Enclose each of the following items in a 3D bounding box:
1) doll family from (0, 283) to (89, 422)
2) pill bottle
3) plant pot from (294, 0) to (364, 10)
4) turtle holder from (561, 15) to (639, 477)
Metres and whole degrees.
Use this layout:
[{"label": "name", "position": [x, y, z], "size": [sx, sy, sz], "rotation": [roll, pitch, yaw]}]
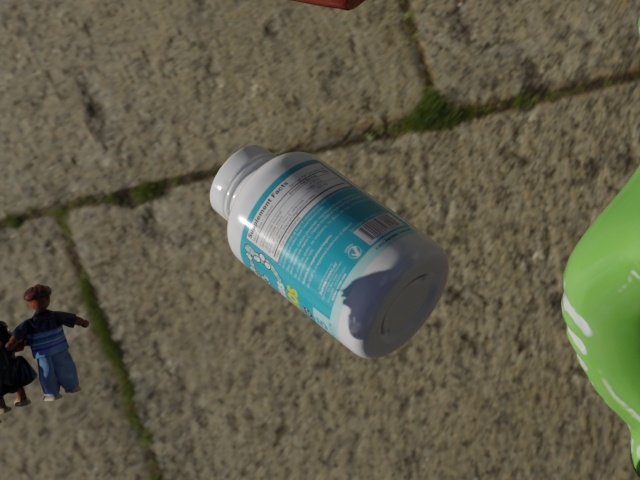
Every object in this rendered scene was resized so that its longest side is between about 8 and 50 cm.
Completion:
[{"label": "doll family", "position": [-0.307, 0.111, 1.119], "size": [0.076, 0.193, 0.111], "rotation": [-7, 100, 45]}, {"label": "pill bottle", "position": [0.000, 0.000, 1.304], "size": [0.264, 0.146, 0.146], "rotation": [38, 122, 29]}, {"label": "plant pot", "position": [-0.008, -0.330, 0.870], "size": [0.236, 0.267, 0.267], "rotation": [37, 157, 20]}, {"label": "turtle holder", "position": [0.238, -0.014, 0.429], "size": [0.227, 0.243, 0.320], "rotation": [38, 94, -12]}]
